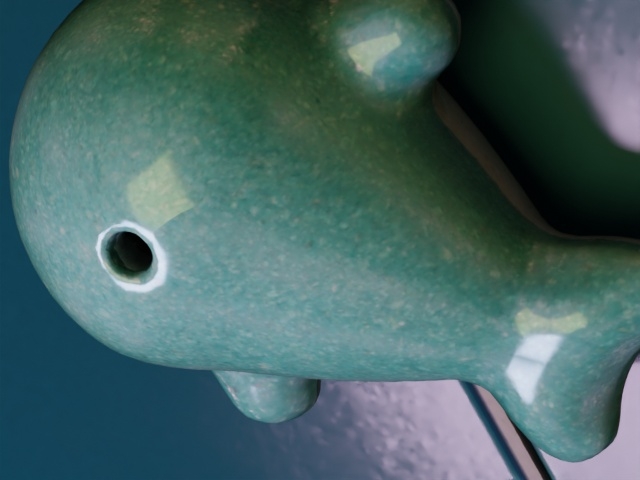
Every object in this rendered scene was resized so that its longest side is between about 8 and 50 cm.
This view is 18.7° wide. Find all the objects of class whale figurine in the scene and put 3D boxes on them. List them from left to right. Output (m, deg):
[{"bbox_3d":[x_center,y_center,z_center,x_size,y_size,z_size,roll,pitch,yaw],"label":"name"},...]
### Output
[{"bbox_3d":[0.000,0.000,0.761,0.272,0.141,0.216,30,124,11],"label":"whale figurine"}]
